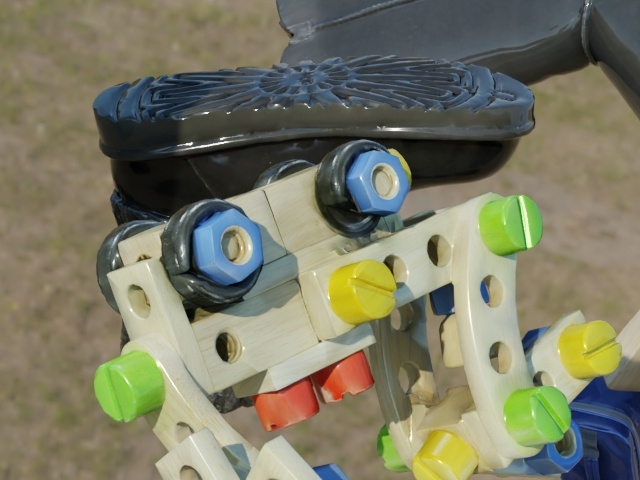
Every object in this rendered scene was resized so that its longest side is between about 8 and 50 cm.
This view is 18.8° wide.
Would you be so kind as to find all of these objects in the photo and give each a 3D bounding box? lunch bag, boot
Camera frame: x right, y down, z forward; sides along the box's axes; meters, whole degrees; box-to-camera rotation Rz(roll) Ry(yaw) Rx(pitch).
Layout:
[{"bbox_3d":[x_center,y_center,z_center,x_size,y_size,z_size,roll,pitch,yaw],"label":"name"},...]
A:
[{"bbox_3d":[0.210,0.149,1.435,0.067,0.098,0.065,14,51,27],"label":"lunch bag"},{"bbox_3d":[0.172,-0.162,1.878,0.445,0.146,0.367,-10,47,15],"label":"boot"},{"bbox_3d":[0.000,-0.002,1.491,0.348,0.260,0.131,-2,23,13],"label":"boot"}]

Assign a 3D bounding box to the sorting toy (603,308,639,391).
[{"bbox_3d":[0.365,0.056,1.311,0.255,0.257,0.089,4,52,-23],"label":"sorting toy"}]

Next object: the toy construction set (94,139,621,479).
[{"bbox_3d":[0.011,0.068,0.930,0.151,0.215,0.328,-17,5,34],"label":"toy construction set"}]
